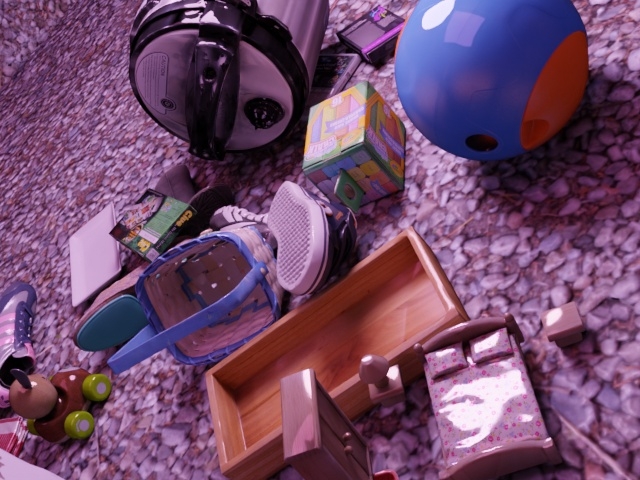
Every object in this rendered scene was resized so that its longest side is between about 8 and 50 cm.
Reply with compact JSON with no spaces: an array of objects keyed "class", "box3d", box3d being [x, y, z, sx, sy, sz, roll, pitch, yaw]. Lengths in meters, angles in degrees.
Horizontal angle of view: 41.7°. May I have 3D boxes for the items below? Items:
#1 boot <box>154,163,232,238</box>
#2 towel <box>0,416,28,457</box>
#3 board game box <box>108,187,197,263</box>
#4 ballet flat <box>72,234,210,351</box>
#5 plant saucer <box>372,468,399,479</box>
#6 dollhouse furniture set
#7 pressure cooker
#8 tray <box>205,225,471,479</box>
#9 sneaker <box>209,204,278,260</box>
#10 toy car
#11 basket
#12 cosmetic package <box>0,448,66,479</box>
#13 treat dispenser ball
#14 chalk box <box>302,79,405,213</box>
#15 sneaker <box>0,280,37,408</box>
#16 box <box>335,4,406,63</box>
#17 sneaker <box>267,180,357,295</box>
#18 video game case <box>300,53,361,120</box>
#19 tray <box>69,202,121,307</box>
[{"class":"boot","box3d":[-0.277,-0.101,1.799,0.189,0.076,0.208,-36,31,12]},{"class":"towel","box3d":[-0.709,0.510,1.656,0.237,0.037,0.329,-15,45,37]},{"class":"board game box","box3d":[-0.347,-0.035,1.713,0.136,0.030,0.259,-48,28,-12]},{"class":"ballet flat","box3d":[-0.352,0.100,1.656,0.316,0.108,0.106,-35,33,-3]},{"class":"plant saucer","box3d":[0.003,0.427,0.998,0.258,0.048,0.259,-19,40,2]},{"class":"dollhouse furniture set","box3d":[0.149,0.206,0.965,0.355,0.174,0.303,-23,40,14]},{"class":"pressure cooker","box3d":[-0.181,-0.383,1.684,0.375,0.370,0.421,-13,48,31]},{"class":"tray","box3d":[0.017,0.174,1.253,0.411,0.076,0.203,-37,38,13]},{"class":"sneaker","box3d":[-0.145,-0.003,1.566,0.234,0.078,0.106,9,60,45]},{"class":"toy car","box3d":[-0.520,0.277,1.565,0.155,0.188,0.149,-8,51,38]},{"class":"basket","box3d":[-0.194,0.103,1.368,0.254,0.201,0.289,-27,13,20]},{"class":"cosmetic package","box3d":[-0.495,0.557,1.163,0.393,0.329,0.327,-41,36,7]},{"class":"treat dispenser ball","box3d":[0.253,-0.263,1.260,0.288,0.288,0.288,-25,41,24]},{"class":"chalk box","box3d":[0.060,-0.146,1.464,0.132,0.132,0.213,-22,44,28]},{"class":"sneaker","box3d":[-0.662,0.228,1.838,0.131,0.112,0.319,-5,53,19]},{"class":"box","box3d":[0.114,-0.432,1.750,0.116,0.029,0.162,-34,38,-4]},{"class":"sneaker","box3d":[0.000,0.000,1.341,0.126,0.127,0.321,-60,19,18]},{"class":"video game case","box3d":[-0.020,-0.330,1.804,0.190,0.022,0.173,15,67,50]},{"class":"tray","box3d":[-0.508,0.034,1.914,0.145,0.030,0.270,-37,38,10]}]
